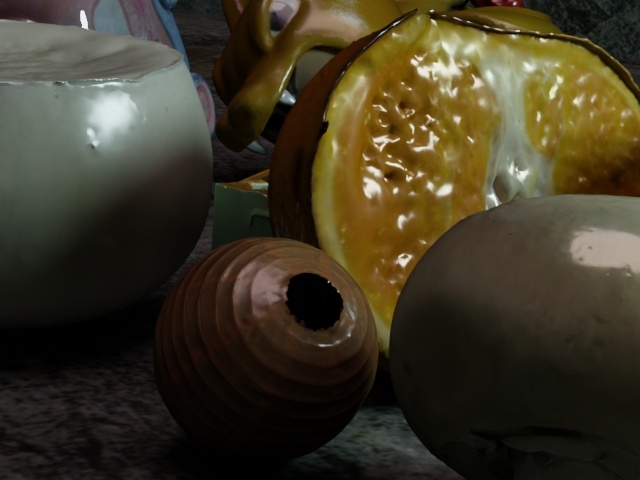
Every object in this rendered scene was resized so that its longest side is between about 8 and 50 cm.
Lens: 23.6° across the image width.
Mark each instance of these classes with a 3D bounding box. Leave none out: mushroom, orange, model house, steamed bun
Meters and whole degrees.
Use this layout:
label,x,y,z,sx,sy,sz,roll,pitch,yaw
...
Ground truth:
label,x,y,z,sx,sy,sz,roll,pitch,yaw
mushroom,0.150,0.084,0.789,0.246,0.202,0.246,17,-27,9
orange,0.099,-0.029,1.072,0.274,0.274,0.310,9,8,20
model house,0.000,0.000,1.254,0.127,0.100,0.149,14,15,34
steamed bun,-0.241,-0.045,1.138,0.324,0.206,0.324,3,17,-1

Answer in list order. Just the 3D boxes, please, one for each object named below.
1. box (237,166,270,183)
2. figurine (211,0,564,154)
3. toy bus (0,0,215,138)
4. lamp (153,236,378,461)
label,x,y,z,sx,sy,sz,roll,pitch,yaw
box,0.073,-0.077,1.384,0.274,0.076,0.174,-22,5,20
figurine,0.077,-0.195,1.727,0.387,0.268,0.401,14,22,-16
toy bus,-0.236,-0.147,1.414,0.197,0.294,0.232,-6,23,17
lamp,-0.032,0.064,0.907,0.136,0.136,0.136,4,14,-1
